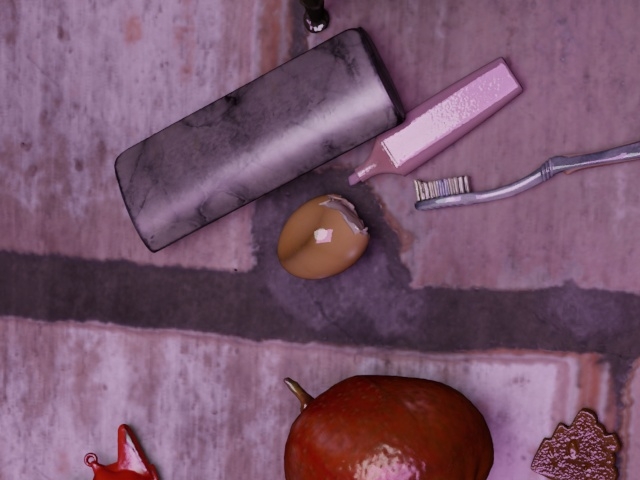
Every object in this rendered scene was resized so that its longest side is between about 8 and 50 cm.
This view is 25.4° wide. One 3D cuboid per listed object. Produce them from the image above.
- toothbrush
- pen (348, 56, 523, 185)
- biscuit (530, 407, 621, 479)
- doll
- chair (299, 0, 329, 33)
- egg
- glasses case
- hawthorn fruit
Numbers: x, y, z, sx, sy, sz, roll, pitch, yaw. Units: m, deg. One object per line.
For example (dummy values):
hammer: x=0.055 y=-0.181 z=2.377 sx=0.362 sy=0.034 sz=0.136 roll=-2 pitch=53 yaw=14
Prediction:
toothbrush: x=0.270 y=-0.078 z=1.375 sx=0.375 sy=0.028 sz=0.037 roll=-11 pitch=85 yaw=15
pen: x=0.109 y=-0.111 z=1.413 sx=0.197 sy=0.032 sz=0.053 roll=-32 pitch=87 yaw=12
biscuit: x=0.253 y=0.213 z=1.412 sx=0.092 sy=0.016 sz=0.082 roll=-23 pitch=94 yaw=16
doll: x=-0.196 y=0.292 z=1.511 sx=0.109 sy=0.057 sz=0.169 roll=-41 pitch=78 yaw=2
chair: x=0.086 y=-0.389 z=1.198 sx=0.364 sy=0.410 sz=0.362 roll=-6 pitch=93 yaw=15
egg: x=0.000 y=0.000 z=1.425 sx=0.096 sy=0.080 sz=0.080 roll=-39 pitch=85 yaw=12
glasses case: x=-0.064 y=-0.099 z=1.439 sx=0.299 sy=0.060 sz=0.114 roll=-28 pitch=74 yaw=15
hawthorn fruit: x=0.045 y=0.205 z=1.383 sx=0.225 sy=0.196 sz=0.196 roll=36 pitch=103 yaw=25
